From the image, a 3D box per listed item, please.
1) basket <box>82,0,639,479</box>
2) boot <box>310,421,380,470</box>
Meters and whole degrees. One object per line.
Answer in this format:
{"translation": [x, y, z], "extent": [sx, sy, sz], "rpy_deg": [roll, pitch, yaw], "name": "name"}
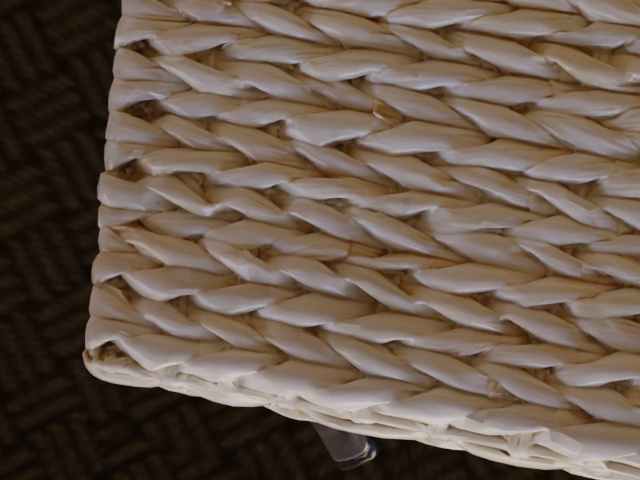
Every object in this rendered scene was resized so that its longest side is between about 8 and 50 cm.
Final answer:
{"translation": [0.089, -0.039, 0.925], "extent": [0.331, 0.328, 0.266], "rpy_deg": [11, 90, 16], "name": "basket"}
{"translation": [0.000, 0.000, 1.209], "extent": [0.223, 0.338, 0.118], "rpy_deg": [37, 63, 10], "name": "boot"}
